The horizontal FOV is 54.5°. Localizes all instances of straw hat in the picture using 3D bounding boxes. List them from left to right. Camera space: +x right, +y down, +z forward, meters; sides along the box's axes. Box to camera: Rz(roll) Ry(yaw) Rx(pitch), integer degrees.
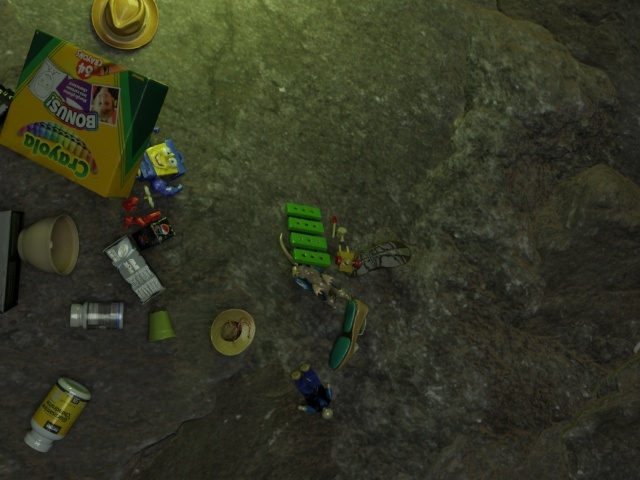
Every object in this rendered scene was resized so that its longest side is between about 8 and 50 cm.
[{"bbox_3d":[-0.270,0.268,1.842,0.145,0.061,0.144,1,88,-34],"label":"straw hat"}]

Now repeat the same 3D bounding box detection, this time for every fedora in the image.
[{"bbox_3d":[-0.546,-0.637,1.741,0.194,0.079,0.194,0,91,-16],"label":"fedora"}]

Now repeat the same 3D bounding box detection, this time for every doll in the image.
[{"bbox_3d":[-0.021,0.479,1.927,0.129,0.046,0.189,-39,107,-22],"label":"doll"}]

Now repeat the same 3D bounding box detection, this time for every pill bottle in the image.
[{"bbox_3d":[-0.716,0.474,1.688,0.103,0.103,0.184,35,81,-14],"label":"pill bottle"},{"bbox_3d":[-0.619,0.208,1.728,0.137,0.078,0.078,2,90,-16],"label":"pill bottle"}]

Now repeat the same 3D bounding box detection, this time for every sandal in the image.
[{"bbox_3d":[0.179,0.062,1.981,0.219,0.060,0.090,-22,91,-1],"label":"sandal"}]

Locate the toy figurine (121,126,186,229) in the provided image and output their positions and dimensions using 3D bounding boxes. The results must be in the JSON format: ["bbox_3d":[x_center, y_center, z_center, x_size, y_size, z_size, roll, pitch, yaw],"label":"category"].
[{"bbox_3d":[-0.495,-0.232,1.759,0.217,0.191,0.362,-25,91,-45],"label":"toy figurine"}]

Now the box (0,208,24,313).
[{"bbox_3d":[-0.840,0.048,1.605,0.103,0.184,0.261,4,89,-14],"label":"box"}]

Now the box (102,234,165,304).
[{"bbox_3d":[-0.515,0.078,1.722,0.078,0.147,0.180,-36,100,-13],"label":"box"}]

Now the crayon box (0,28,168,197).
[{"bbox_3d":[-0.611,-0.322,1.593,0.363,0.106,0.313,26,98,15],"label":"crayon box"}]

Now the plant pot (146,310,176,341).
[{"bbox_3d":[-0.461,0.244,1.782,0.083,0.083,0.079,-8,80,-16],"label":"plant pot"}]

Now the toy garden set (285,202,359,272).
[{"bbox_3d":[0.000,0.000,1.866,0.204,0.244,0.049,10,131,-19],"label":"toy garden set"}]

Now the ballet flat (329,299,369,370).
[{"bbox_3d":[0.099,0.303,1.948,0.073,0.080,0.232,21,86,-31],"label":"ballet flat"}]

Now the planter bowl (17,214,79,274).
[{"bbox_3d":[-0.734,0.013,1.661,0.109,0.162,0.162,-1,91,4],"label":"planter bowl"}]

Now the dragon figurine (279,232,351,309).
[{"bbox_3d":[-0.032,0.106,1.899,0.289,0.144,0.085,39,81,6],"label":"dragon figurine"}]

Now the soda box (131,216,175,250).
[{"bbox_3d":[-0.464,-0.016,1.722,0.053,0.169,0.060,-33,101,-33],"label":"soda box"}]

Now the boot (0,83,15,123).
[{"bbox_3d":[-0.979,-0.332,1.583,0.260,0.131,0.348,39,69,-20],"label":"boot"}]
